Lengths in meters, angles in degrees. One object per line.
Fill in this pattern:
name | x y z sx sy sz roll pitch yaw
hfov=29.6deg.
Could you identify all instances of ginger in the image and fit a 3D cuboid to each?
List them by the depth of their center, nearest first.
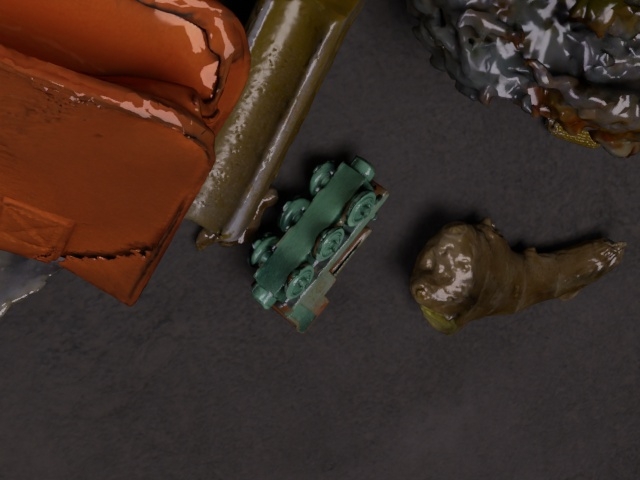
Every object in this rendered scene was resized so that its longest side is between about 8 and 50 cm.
ginger | -0.075 -0.012 1.186 0.097 0.030 0.048 -36 131 -4
ginger | 0.214 0.028 1.330 0.295 0.086 0.131 -8 114 -32

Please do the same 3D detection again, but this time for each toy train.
toy train | 0.000 0.000 1.201 0.176 0.074 0.118 -51 156 -5

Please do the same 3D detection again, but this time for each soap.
soap | -0.040 -0.139 1.036 0.080 0.160 0.257 27 109 -3

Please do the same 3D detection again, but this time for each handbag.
handbag | -0.273 -0.106 0.825 0.410 0.116 0.303 19 151 -13

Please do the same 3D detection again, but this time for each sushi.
sushi | 0.253 -0.281 1.041 0.418 0.176 0.417 -3 101 -13

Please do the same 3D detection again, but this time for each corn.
corn | 0.269 -0.118 1.292 0.083 0.028 0.027 16 106 -37

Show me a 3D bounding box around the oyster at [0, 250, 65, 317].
oyster | -0.408 0.017 1.011 0.396 0.111 0.204 -27 111 -8
